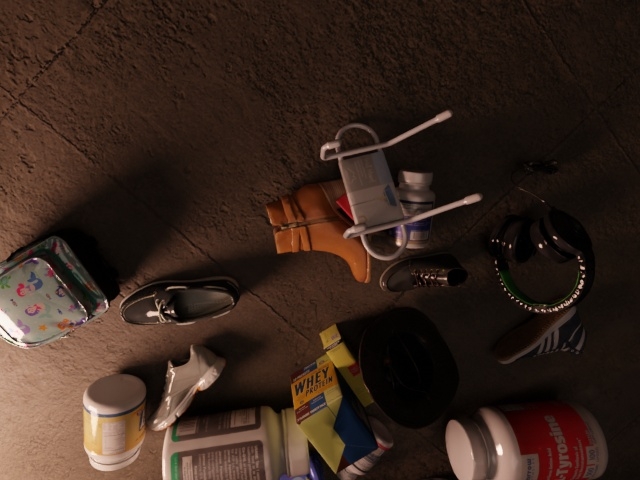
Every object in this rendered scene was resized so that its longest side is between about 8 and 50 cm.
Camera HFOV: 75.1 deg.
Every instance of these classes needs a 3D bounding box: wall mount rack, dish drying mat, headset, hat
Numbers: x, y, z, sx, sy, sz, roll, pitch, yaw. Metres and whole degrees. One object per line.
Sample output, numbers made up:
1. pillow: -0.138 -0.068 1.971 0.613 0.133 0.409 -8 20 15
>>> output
1. wall mount rack: 0.173 -0.143 0.954 0.304 0.130 0.349 -15 82 -7
2. dish drying mat: 0.076 -0.074 1.004 0.032 0.008 0.083 -45 96 -16
3. headset: 0.580 -0.013 1.089 0.185 0.243 0.393 -7 90 -33
4. hat: 0.216 0.354 1.147 0.331 0.331 0.134 27 141 -15

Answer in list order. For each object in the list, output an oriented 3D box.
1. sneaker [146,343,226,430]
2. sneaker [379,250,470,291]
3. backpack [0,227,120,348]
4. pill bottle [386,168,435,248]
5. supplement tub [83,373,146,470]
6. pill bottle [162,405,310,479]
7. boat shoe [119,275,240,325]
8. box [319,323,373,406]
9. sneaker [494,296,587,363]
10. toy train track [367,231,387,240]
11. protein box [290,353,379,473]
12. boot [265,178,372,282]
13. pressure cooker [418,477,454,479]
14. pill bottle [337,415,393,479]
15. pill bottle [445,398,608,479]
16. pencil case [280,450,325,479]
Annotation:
1. sneaker: -0.380 0.381 1.109 0.121 0.099 0.262 45 87 -10
2. sneaker: 0.274 0.093 1.109 0.222 0.118 0.083 -20 108 -3
3. backpack: -0.629 0.120 0.944 0.254 0.191 0.225 -25 109 4
4. pill bottle: 0.231 -0.083 1.055 0.112 0.112 0.186 1 105 -10
5. supplement tub: -0.528 0.466 1.074 0.145 0.144 0.199 5 106 -11
6. pill bottle: -0.218 0.563 1.121 0.361 0.204 0.204 -5 107 -7
7. boat shoe: -0.355 0.156 1.039 0.303 0.091 0.114 -15 108 -5
8. box: 0.082 0.352 1.171 0.058 0.087 0.232 -31 107 0
9. sneaker: 0.669 0.311 1.247 0.282 0.099 0.153 -38 106 0
10. toy train track: 0.148 -0.021 1.112 0.083 0.014 0.048 8 97 -17
11. protein box: 0.032 0.460 1.132 0.136 0.201 0.199 -32 108 1
12. boot: 0.000 0.000 1.034 0.220 0.109 0.283 -19 102 -10
13. pressure cooker: 0.373 0.937 1.226 0.370 0.376 0.420 -26 107 -31
14. pill bottle: 0.121 0.629 1.246 0.108 0.108 0.180 38 97 -17
15. pill bottle: 0.606 0.614 1.256 0.408 0.229 0.228 -2 106 -9
16. pencil case: -0.133 0.713 1.222 0.306 0.119 0.133 -12 94 -5
